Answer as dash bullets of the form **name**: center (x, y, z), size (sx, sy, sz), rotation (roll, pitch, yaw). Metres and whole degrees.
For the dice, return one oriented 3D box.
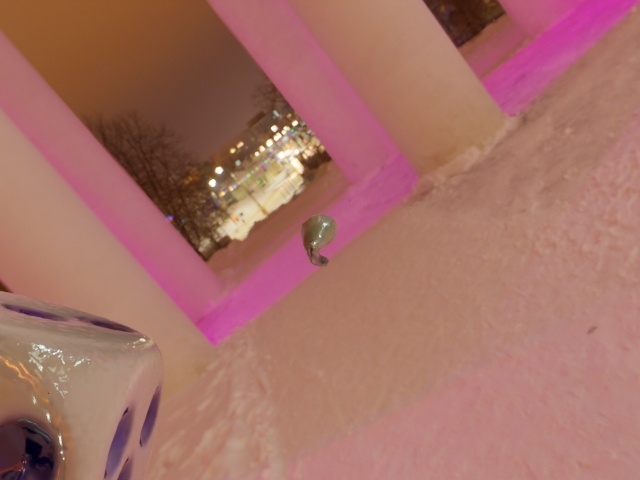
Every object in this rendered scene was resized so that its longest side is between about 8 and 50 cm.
- **dice**: center (-0.327, 0.219, 0.614), size (0.304, 0.277, 0.304), rotation (133, 154, -84)

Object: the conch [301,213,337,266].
- **conch**: center (-0.007, -0.004, 1.113), size (0.180, 0.065, 0.088), rotation (-71, -4, -66)
